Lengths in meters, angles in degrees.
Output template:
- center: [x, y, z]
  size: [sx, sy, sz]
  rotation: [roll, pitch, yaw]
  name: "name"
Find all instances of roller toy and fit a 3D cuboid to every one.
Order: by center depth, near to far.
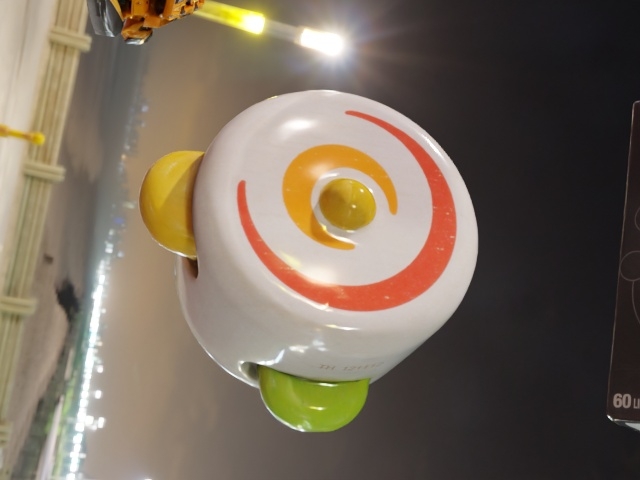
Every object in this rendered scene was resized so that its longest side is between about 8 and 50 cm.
- center: [0.000, 0.000, 0.541]
  size: [0.191, 0.209, 0.146]
  rotation: [-37, 169, -28]
  name: "roller toy"

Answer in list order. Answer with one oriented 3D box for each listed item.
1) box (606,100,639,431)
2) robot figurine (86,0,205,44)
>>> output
- center: [0.335, 0.024, 0.601]
  size: [0.165, 0.143, 0.270]
  rotation: [-7, -116, 44]
  name: "box"
- center: [-0.138, -0.311, 0.669]
  size: [0.211, 0.085, 0.291]
  rotation: [-69, 169, -66]
  name: "robot figurine"
